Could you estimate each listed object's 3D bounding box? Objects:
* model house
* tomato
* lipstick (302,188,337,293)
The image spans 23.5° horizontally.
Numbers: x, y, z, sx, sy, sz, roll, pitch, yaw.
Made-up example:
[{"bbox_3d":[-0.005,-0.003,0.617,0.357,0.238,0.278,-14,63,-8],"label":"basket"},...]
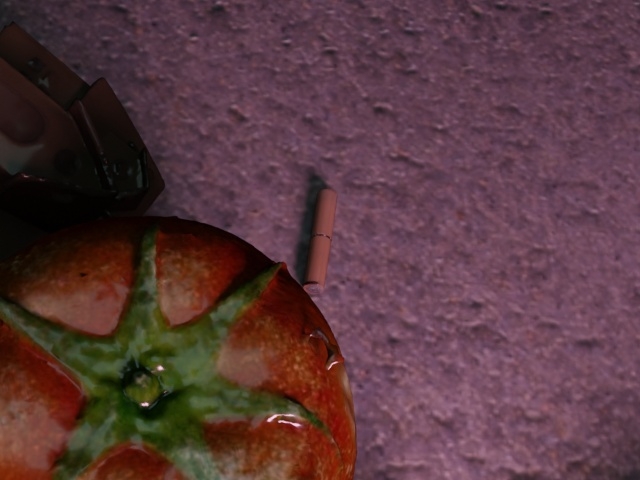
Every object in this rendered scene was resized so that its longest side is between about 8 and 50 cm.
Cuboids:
[{"bbox_3d":[-0.204,-0.014,1.160,0.243,0.204,0.211,40,59,-7],"label":"model house"},{"bbox_3d":[-0.122,0.140,1.044,0.303,0.239,0.303,4,62,-7],"label":"tomato"},{"bbox_3d":[0.000,0.000,1.280,0.019,0.019,0.094,12,58,-4],"label":"lipstick"}]
